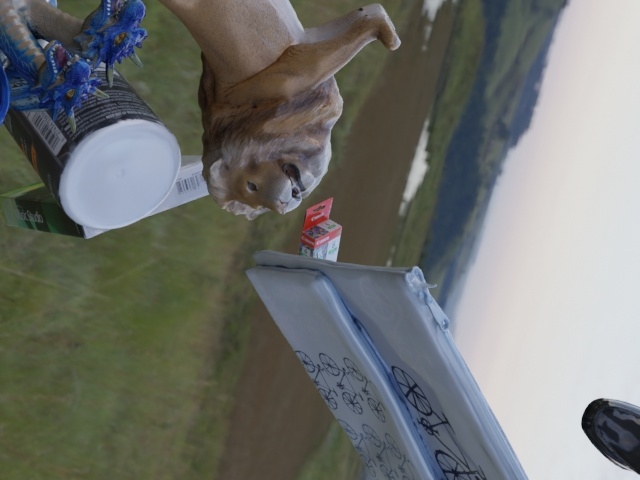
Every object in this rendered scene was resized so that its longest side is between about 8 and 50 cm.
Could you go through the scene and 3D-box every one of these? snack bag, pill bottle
[{"bbox_3d":[0.072,0.157,1.089,0.037,0.323,0.342,-36,-162,-23],"label":"snack bag"},{"bbox_3d":[-0.253,-0.130,1.069,0.130,0.246,0.130,-23,138,-23],"label":"pill bottle"}]

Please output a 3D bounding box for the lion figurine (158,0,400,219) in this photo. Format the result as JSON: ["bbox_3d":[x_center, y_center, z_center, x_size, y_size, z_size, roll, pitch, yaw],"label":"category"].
[{"bbox_3d":[-0.077,-0.214,0.978,0.392,0.240,0.142,57,11,-25],"label":"lion figurine"}]

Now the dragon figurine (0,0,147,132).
[{"bbox_3d":[-0.221,-0.112,0.693,0.085,0.144,0.289,-40,-171,-40],"label":"dragon figurine"}]

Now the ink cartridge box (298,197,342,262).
[{"bbox_3d":[0.000,0.000,1.515,0.063,0.029,0.115,-27,137,-44],"label":"ink cartridge box"}]

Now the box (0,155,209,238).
[{"bbox_3d":[-0.322,-0.073,1.573,0.232,0.322,0.058,-23,105,-33],"label":"box"}]

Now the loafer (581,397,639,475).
[{"bbox_3d":[0.322,0.201,0.973,0.062,0.170,0.061,-60,-171,-4],"label":"loafer"}]

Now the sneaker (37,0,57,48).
[{"bbox_3d":[-0.258,-0.223,0.829,0.237,0.085,0.086,90,-25,-69],"label":"sneaker"}]
